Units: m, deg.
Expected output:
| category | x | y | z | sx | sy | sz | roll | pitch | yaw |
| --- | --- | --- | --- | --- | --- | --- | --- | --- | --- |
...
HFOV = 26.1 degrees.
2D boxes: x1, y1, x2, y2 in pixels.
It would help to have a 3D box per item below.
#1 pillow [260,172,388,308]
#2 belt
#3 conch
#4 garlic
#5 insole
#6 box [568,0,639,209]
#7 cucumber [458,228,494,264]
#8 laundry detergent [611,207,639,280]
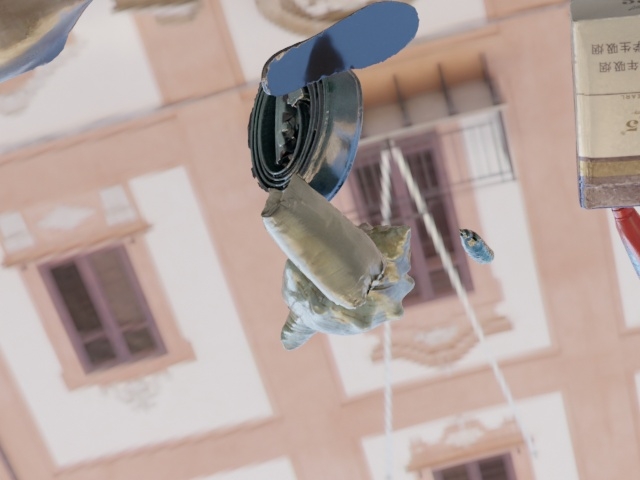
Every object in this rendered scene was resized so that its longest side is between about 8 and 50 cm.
| category | x | y | z | sx | sy | sz | roll | pitch | yaw |
| --- | --- | --- | --- | --- | --- | --- | --- | --- | --- |
| pillow | 0.000 | 0.000 | 1.750 | 0.078 | 0.181 | 0.134 | -42 | -174 | 20 |
| belt | -0.024 | -0.177 | 2.276 | 0.116 | 0.268 | 0.206 | 7 | -178 | -38 |
| conch | 0.026 | 0.085 | 2.241 | 0.386 | 0.203 | 0.169 | -46 | -167 | 29 |
| garlic | -0.314 | -0.251 | 1.307 | 0.292 | 0.210 | 0.237 | -14 | -172 | 20 |
| insole | 0.035 | -0.295 | 2.116 | 0.309 | 0.110 | 0.012 | -29 | -135 | -28 |
| box | 0.378 | -0.159 | 1.602 | 0.168 | 0.259 | 0.071 | -3 | -145 | 10 |
| cucumber | 0.255 | 0.012 | 2.257 | 0.037 | 0.155 | 0.037 | -8 | -110 | 21 |
| laundry detergent | 0.495 | -0.004 | 2.160 | 0.049 | 0.165 | 0.097 | -27 | -161 | 5 |
